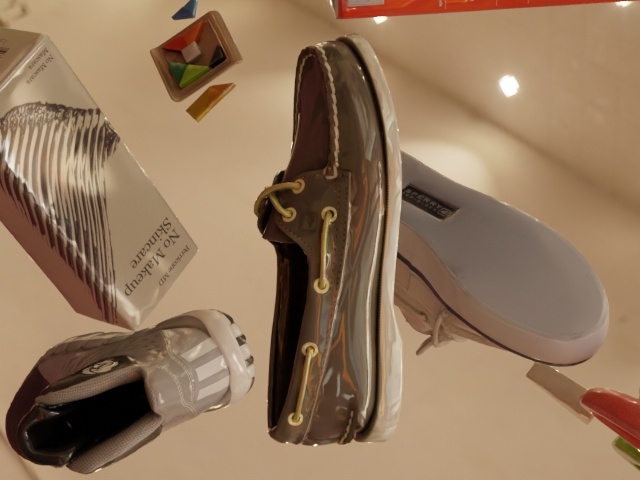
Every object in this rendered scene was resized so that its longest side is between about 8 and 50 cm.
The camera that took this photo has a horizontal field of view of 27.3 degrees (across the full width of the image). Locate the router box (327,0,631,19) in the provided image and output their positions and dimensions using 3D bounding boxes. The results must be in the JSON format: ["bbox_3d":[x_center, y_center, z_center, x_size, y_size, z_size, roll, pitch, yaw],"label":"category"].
[{"bbox_3d":[0.136,-0.293,1.202,0.335,0.301,0.082,-109,-164,-64],"label":"router box"}]

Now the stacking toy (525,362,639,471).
[{"bbox_3d":[0.367,0.174,1.213,0.309,0.130,0.279,39,-4,-26],"label":"stacking toy"}]

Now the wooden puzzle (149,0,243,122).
[{"bbox_3d":[-0.111,-0.164,1.167,0.116,0.078,0.014,56,3,32],"label":"wooden puzzle"}]

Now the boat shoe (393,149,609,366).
[{"bbox_3d":[0.122,0.045,1.275,0.367,0.135,0.157,33,-39,37],"label":"boat shoe"}]

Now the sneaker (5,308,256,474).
[{"bbox_3d":[-0.160,0.109,0.838,0.228,0.132,0.086,-26,-90,37],"label":"sneaker"}]

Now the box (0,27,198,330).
[{"bbox_3d":[-0.227,-0.050,1.161,0.094,0.113,0.275,13,-31,40],"label":"box"}]

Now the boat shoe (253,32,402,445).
[{"bbox_3d":[0.002,0.000,0.966,0.109,0.091,0.305,-178,-95,-70],"label":"boat shoe"}]
